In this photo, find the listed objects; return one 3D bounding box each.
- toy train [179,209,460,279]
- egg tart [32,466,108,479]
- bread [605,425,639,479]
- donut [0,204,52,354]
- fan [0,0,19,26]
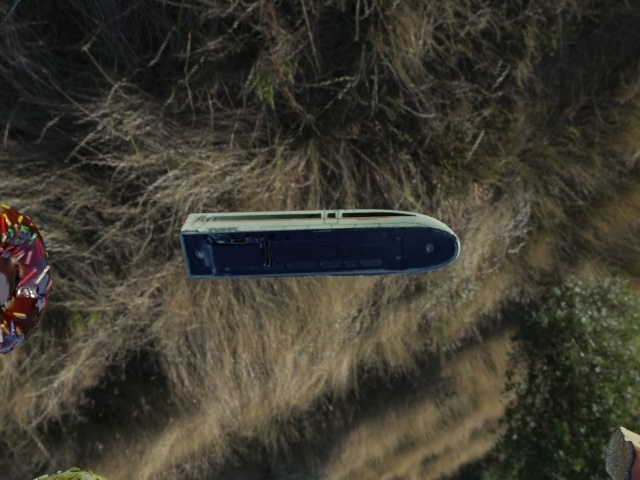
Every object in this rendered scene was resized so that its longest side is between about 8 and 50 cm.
[{"bbox_3d":[0.000,0.000,0.891,0.407,0.088,0.086,-1,119,5],"label":"toy train"},{"bbox_3d":[-0.246,0.268,0.512,0.197,0.078,0.197,-10,-165,3],"label":"egg tart"},{"bbox_3d":[0.350,0.249,0.658,0.109,0.043,0.062,31,109,-28],"label":"bread"},{"bbox_3d":[-0.463,0.059,0.830,0.089,0.235,0.235,2,152,3],"label":"donut"},{"bbox_3d":[-0.197,-0.160,0.386,0.060,0.080,0.003,-38,129,27],"label":"fan"}]
